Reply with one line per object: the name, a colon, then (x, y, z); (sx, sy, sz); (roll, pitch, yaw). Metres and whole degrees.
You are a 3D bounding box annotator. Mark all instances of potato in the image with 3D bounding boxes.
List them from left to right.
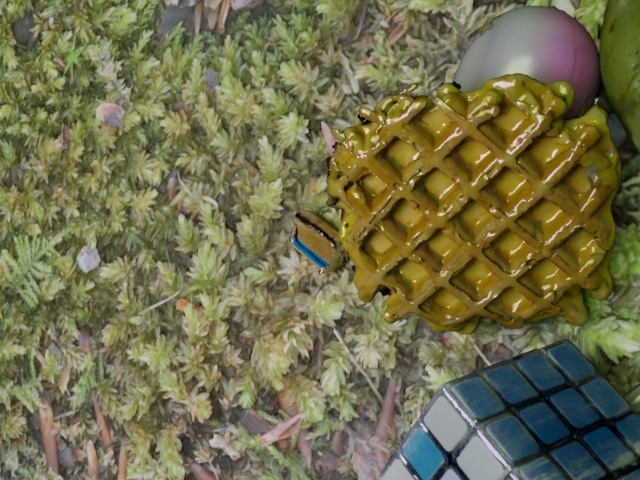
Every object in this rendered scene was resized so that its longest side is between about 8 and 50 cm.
potato: (0.459, -0.219, 1.180); (0.216, 0.216, 0.304); (-16, 79, 28)

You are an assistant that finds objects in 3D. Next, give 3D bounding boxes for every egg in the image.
egg: (0.265, -0.182, 1.299); (0.196, 0.196, 0.271); (45, 124, 27)

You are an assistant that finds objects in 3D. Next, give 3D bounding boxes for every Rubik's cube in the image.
Rubik's cube: (0.250, 0.311, 1.167); (0.256, 0.259, 0.253); (50, 131, 28)

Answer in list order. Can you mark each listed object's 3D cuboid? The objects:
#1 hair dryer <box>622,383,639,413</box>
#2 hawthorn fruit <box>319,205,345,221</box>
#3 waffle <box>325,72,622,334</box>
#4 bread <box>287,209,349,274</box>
hair dryer: (0.412, 0.200, 1.250); (0.198, 0.057, 0.100); (-39, 66, 11)
hawthorn fruit: (0.092, -0.039, 1.407); (0.149, 0.149, 0.189); (-48, 67, 17)
waffle: (0.196, -0.032, 1.242); (0.380, 0.095, 0.382); (-5, 121, 15)
bread: (0.000, 0.000, 1.514); (0.106, 0.053, 0.072); (38, 126, 31)
